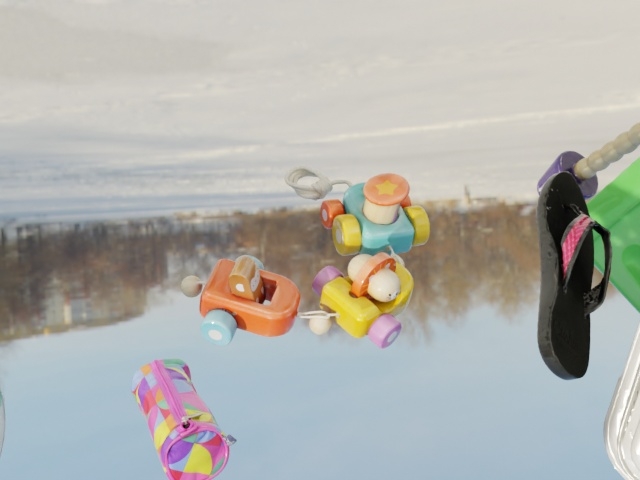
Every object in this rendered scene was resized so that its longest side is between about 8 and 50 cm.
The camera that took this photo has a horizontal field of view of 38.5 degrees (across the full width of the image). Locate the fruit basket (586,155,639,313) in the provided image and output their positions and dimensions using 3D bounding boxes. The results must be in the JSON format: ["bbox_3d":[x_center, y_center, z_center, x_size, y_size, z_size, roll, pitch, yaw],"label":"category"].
[{"bbox_3d":[0.444,-0.112,0.968,0.391,0.392,0.283,-4,152,-27],"label":"fruit basket"}]

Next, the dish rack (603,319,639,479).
[{"bbox_3d":[0.389,0.095,0.705,0.285,0.333,0.072,20,-166,25],"label":"dish rack"}]

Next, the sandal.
[{"bbox_3d":[0.192,0.020,0.675,0.067,0.179,0.040,36,136,-27],"label":"sandal"}]

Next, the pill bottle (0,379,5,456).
[{"bbox_3d":[-0.255,0.001,0.331,0.204,0.204,0.361,-3,141,-6],"label":"pill bottle"}]

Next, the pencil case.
[{"bbox_3d":[-0.201,0.250,1.295,0.104,0.105,0.236,-4,-161,-23],"label":"pencil case"}]

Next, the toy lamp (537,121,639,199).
[{"bbox_3d":[0.406,-0.124,1.252,0.080,0.080,0.274,-4,160,-35],"label":"toy lamp"}]

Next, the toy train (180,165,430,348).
[{"bbox_3d":[0.000,0.000,0.536,0.125,0.046,0.166,20,-137,9],"label":"toy train"}]
